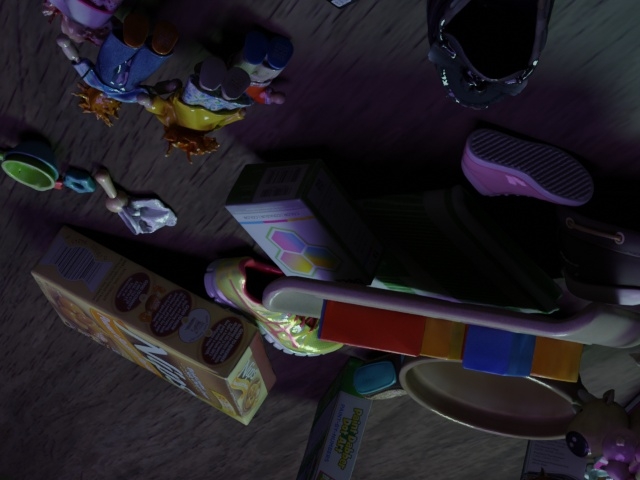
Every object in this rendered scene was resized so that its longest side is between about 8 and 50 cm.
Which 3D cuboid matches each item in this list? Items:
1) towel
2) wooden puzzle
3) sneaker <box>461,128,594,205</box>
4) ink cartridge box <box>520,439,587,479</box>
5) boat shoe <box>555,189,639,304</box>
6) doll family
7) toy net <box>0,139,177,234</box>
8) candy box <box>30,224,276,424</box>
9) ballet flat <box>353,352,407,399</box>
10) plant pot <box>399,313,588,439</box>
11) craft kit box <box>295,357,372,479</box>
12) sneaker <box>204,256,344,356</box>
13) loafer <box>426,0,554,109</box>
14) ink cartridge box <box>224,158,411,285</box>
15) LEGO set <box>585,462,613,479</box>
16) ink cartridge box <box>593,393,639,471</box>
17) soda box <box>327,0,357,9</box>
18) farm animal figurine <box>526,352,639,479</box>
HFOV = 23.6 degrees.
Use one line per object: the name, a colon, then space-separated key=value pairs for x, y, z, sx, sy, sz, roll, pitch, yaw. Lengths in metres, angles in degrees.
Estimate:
towel: x=0.090 y=0.015 z=1.783 sx=0.325 sy=0.038 sz=0.248 roll=-2 pitch=148 yaw=41
wooden puzzle: x=0.152 y=0.098 z=1.618 sx=0.348 sy=0.080 sz=0.322 roll=4 pitch=175 yaw=23
sneaker: x=0.201 y=-0.065 z=1.516 sx=0.134 sy=0.051 sz=0.070 roll=22 pitch=158 yaw=-1
ink cartridge box: x=0.321 y=0.358 z=2.151 sx=0.086 sy=0.203 sz=0.148 roll=12 pitch=156 yaw=8
boat shoe: x=0.379 y=0.001 z=1.462 sx=0.324 sy=0.116 sz=0.097 roll=2 pitch=123 yaw=34
doll family: x=-0.164 y=-0.156 z=1.484 sx=0.263 sy=0.118 sz=0.163 roll=24 pitch=155 yaw=-15
toy net: x=-0.289 y=-0.054 z=1.882 sx=0.232 sy=0.045 sz=0.122 roll=28 pitch=154 yaw=-23
candy box: x=-0.221 y=0.115 z=2.055 sx=0.316 sy=0.087 sz=0.183 roll=27 pitch=161 yaw=18
ballet flat: x=0.128 y=0.176 z=2.083 sx=0.067 sy=0.073 sz=0.206 roll=0 pitch=172 yaw=-35
plant pot: x=0.224 y=0.151 z=1.888 sx=0.237 sy=0.110 sz=0.237 roll=15 pitch=157 yaw=6
craft kit box: x=0.009 y=0.323 z=2.238 sx=0.061 sy=0.247 sz=0.250 roll=17 pitch=157 yaw=-5
sneaker: x=-0.045 y=0.084 z=1.966 sx=0.208 sy=0.081 sz=0.094 roll=28 pitch=152 yaw=-21
loafer: x=0.139 y=-0.179 z=1.256 sx=0.109 sy=0.095 sz=0.302 roll=18 pitch=156 yaw=1
ink cartridge box: x=0.000 y=0.000 z=1.701 sx=0.109 sy=0.062 sz=0.209 roll=-2 pitch=141 yaw=39
LEGO set: x=0.471 y=0.431 z=2.318 sx=0.132 sy=0.107 sz=0.287 roll=-6 pitch=146 yaw=43
ink cartridge box: x=0.490 y=0.245 z=1.970 sx=0.175 sy=0.069 sz=0.371 roll=18 pitch=154 yaw=0
soda box: x=0.053 y=-0.244 z=1.220 sx=0.053 sy=0.060 sz=0.169 roll=33 pitch=153 yaw=-27
farm animal figurine: x=0.379 y=0.215 z=1.732 sx=0.326 sy=0.172 sz=0.330 roll=2 pitch=134 yaw=-39
